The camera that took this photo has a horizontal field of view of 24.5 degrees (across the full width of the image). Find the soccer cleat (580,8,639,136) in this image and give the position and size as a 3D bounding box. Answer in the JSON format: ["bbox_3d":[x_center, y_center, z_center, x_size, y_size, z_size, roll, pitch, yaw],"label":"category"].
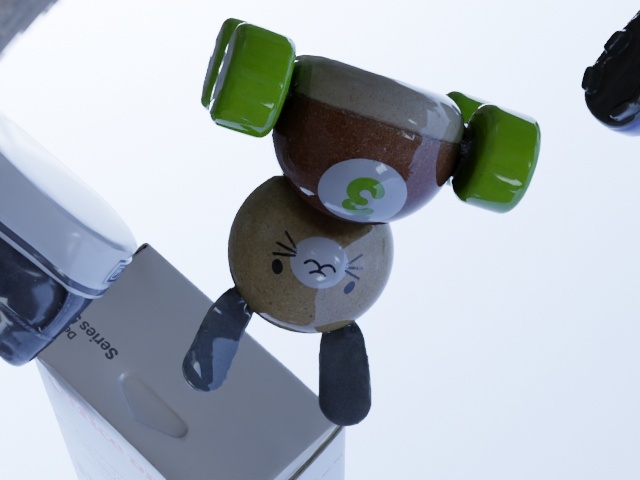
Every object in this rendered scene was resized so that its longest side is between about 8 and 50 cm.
[{"bbox_3d":[0.347,-0.209,1.294,0.289,0.121,0.093,-50,-120,24],"label":"soccer cleat"}]

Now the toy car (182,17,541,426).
[{"bbox_3d":[0.000,0.000,0.752,0.149,0.155,0.188,-127,-126,-77],"label":"toy car"}]

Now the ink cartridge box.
[{"bbox_3d":[-0.087,0.158,1.059,0.198,0.273,0.115,40,-113,20],"label":"ink cartridge box"}]

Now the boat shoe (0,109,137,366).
[{"bbox_3d":[-0.230,-0.059,0.697,0.102,0.301,0.108,-47,-168,7],"label":"boat shoe"}]
